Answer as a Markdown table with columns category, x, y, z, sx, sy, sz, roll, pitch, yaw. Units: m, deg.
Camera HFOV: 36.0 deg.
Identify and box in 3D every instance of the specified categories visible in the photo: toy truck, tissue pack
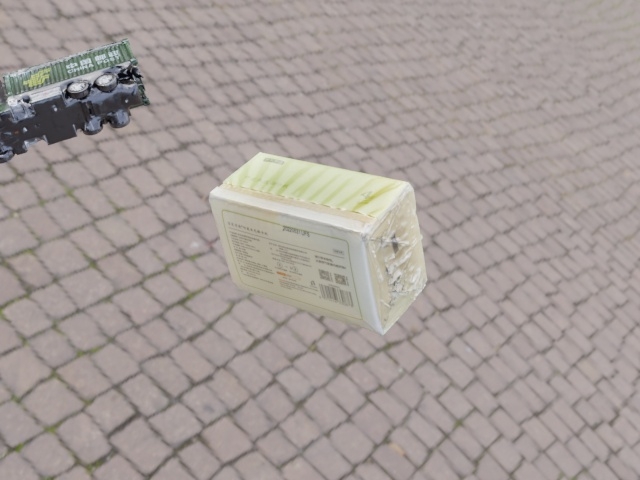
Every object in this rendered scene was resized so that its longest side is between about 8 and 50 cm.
| category | x | y | z | sx | sy | sz | roll | pitch | yaw |
| --- | --- | --- | --- | --- | --- | --- | --- | --- | --- |
| toy truck | -0.381 | -0.198 | 1.417 | 0.259 | 0.088 | 0.121 | -19 | 40 | -10 |
| tissue pack | 0.000 | 0.000 | 1.203 | 0.234 | 0.159 | 0.125 | 14 | 44 | 34 |
